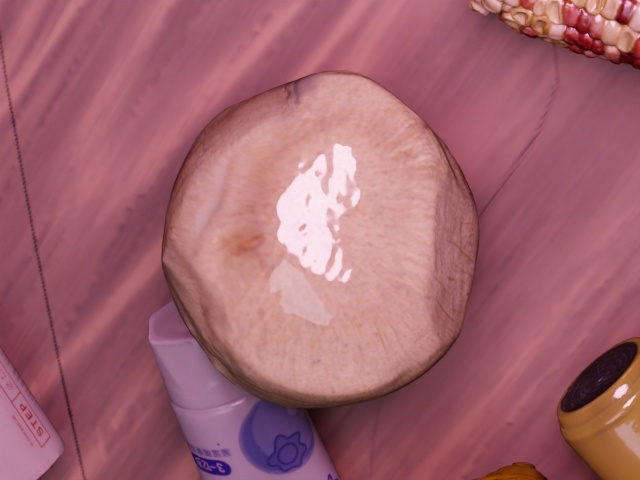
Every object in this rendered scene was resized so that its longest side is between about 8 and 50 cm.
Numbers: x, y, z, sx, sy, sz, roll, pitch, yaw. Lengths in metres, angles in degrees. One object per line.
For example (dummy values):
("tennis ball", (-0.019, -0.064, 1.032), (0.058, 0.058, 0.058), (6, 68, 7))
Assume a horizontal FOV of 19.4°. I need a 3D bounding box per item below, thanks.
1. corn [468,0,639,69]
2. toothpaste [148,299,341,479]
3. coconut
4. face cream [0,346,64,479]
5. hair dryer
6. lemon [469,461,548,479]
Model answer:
("corn", (0.222, -0.136, 1.067), (0.290, 0.098, 0.098), (16, 119, 11))
("toothpaste", (-0.019, 0.200, 1.325), (0.125, 0.080, 0.371), (-12, 119, 18))
("coconut", (0.000, 0.000, 1.148), (0.224, 0.224, 0.224), (7, 117, 13))
("face cream", (-0.277, 0.084, 1.317), (0.096, 0.096, 0.214), (-24, 107, 25))
("hair dryer", (0.290, 0.078, 1.166), (0.278, 0.090, 0.135), (-40, 98, 22))
("lemon", (0.109, 0.293, 1.216), (0.253, 0.310, 0.253), (7, 152, 4))
